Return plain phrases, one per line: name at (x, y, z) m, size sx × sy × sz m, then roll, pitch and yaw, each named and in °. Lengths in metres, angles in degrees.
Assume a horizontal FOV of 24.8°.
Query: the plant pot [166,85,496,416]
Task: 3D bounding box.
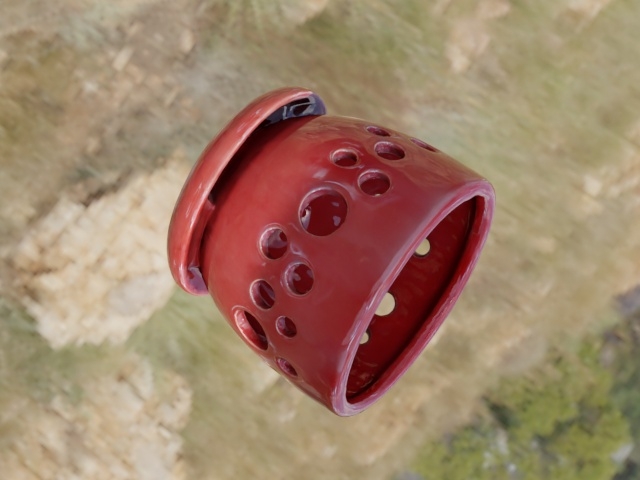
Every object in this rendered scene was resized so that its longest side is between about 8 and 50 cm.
plant pot at (0.000, 0.000, 1.005) m, size 0.191 × 0.174 × 0.191 m, roll -51°, pitch 162°, yaw -24°
